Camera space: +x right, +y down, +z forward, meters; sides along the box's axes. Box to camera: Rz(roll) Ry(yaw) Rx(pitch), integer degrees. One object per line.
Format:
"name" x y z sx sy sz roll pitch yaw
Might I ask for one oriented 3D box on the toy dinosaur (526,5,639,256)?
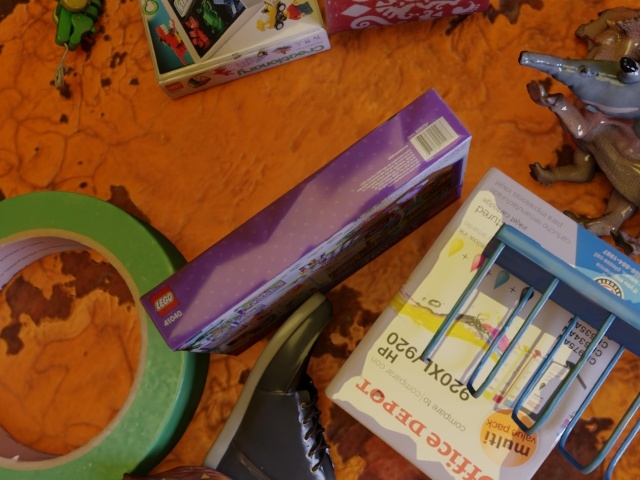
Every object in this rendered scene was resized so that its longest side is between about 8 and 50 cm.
"toy dinosaur" 0.314 -0.097 0.674 0.200 0.127 0.296 -28 81 -4

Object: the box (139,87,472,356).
"box" 0.000 0.000 0.660 0.293 0.201 0.057 -35 76 1

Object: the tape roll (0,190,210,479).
"tape roll" -0.279 0.111 0.748 0.321 0.077 0.322 -2 79 9

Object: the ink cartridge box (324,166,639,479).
"ink cartridge box" 0.144 0.092 0.634 0.171 0.168 0.233 37 87 12

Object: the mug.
"mug" 0.087 -0.299 0.754 0.169 0.113 0.151 -3 80 5

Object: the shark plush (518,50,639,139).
"shark plush" 0.245 -0.138 0.583 0.161 0.067 0.073 26 84 1

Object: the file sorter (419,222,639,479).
"file sorter" 0.164 0.084 0.488 0.170 0.118 0.105 34 90 11

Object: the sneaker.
"sneaker" -0.016 0.164 0.690 0.118 0.083 0.222 30 103 8

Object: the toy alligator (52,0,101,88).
"toy alligator" -0.282 -0.262 0.838 0.051 0.056 0.190 3 76 -31

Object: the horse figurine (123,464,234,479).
"horse figurine" -0.080 0.306 0.636 0.174 0.066 0.263 -25 80 -23

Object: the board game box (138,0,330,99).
"board game box" -0.121 -0.333 0.822 0.192 0.053 0.306 -16 77 5
